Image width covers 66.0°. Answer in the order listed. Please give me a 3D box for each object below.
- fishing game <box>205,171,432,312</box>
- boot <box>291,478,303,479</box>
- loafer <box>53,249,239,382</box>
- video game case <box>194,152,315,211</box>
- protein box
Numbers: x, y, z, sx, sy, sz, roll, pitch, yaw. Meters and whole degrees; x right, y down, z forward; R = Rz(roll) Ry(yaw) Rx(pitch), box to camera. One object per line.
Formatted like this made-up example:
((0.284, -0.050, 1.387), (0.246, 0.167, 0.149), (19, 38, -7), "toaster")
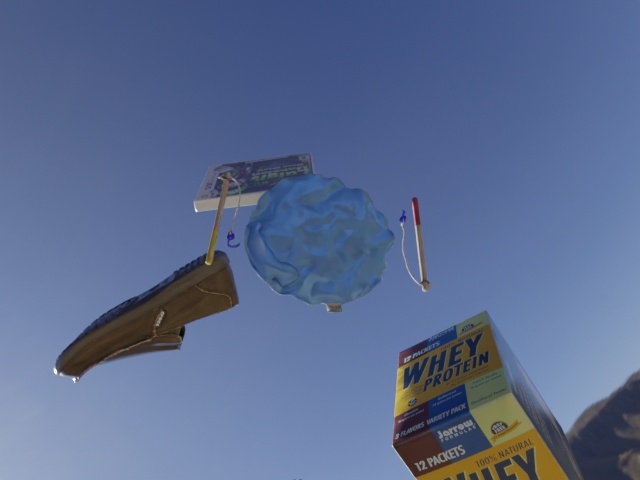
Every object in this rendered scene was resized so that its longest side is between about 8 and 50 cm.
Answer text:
((0.000, 0.000, 0.599), (0.264, 0.189, 0.041), (4, -33, -8), "fishing game")
((-0.061, 0.403, 0.717), (0.099, 0.045, 0.121), (-25, -37, -30), "boot")
((-0.306, 0.161, 0.901), (0.366, 0.134, 0.130), (-31, -79, -3), "loafer")
((-0.104, -0.103, 0.829), (0.190, 0.173, 0.022), (-7, -62, 0), "video game case")
((0.200, 0.230, 0.585), (0.136, 0.201, 0.200), (-32, 8, 18), "protein box")
